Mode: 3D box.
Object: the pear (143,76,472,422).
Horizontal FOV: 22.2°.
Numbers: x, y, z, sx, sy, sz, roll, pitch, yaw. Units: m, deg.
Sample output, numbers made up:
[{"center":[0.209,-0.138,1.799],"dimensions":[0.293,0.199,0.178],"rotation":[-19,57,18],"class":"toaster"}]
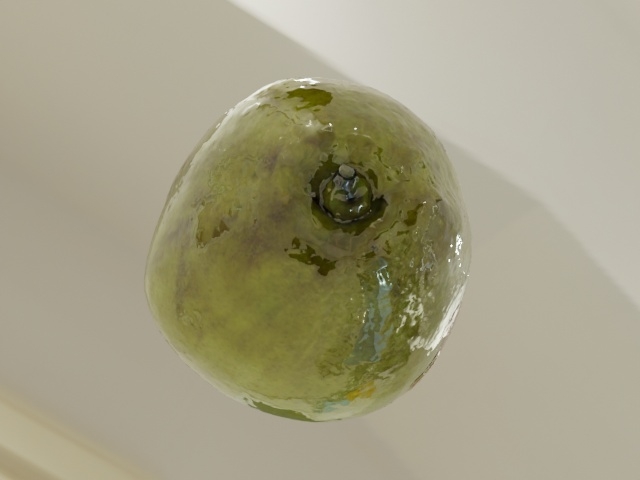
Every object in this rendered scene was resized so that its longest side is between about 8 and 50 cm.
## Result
[{"center":[0.000,0.000,1.370],"dimensions":[0.287,0.287,0.375],"rotation":[27,-17,1],"class":"pear"}]
